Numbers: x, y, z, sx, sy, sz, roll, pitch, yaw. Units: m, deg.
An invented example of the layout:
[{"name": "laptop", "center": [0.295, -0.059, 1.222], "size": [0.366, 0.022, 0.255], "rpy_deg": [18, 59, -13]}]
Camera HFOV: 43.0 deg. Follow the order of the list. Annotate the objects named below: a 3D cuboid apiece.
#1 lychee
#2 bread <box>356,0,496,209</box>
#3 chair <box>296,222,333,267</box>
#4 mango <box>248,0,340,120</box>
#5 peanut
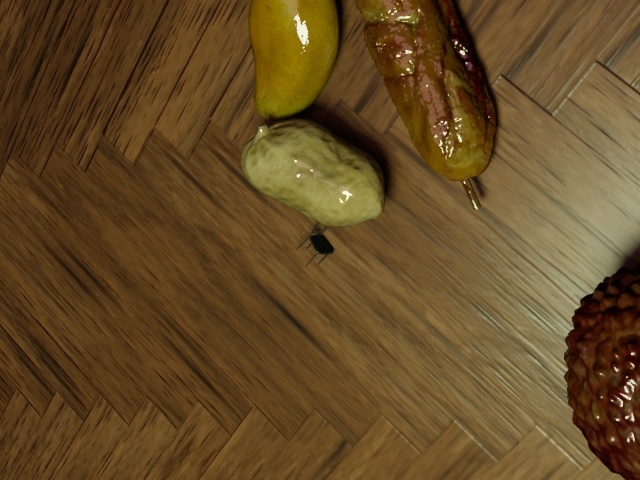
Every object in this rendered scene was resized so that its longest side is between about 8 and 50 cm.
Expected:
[{"name": "lychee", "center": [0.400, 0.158, 0.868], "size": [0.264, 0.264, 0.300], "rpy_deg": [-40, 59, 31]}, {"name": "bread", "center": [0.141, -0.201, 1.044], "size": [0.124, 0.084, 0.344], "rpy_deg": [-21, 90, 32]}, {"name": "chair", "center": [0.001, 0.001, 1.197], "size": [0.042, 0.037, 0.086], "rpy_deg": [53, 126, 24]}, {"name": "mango", "center": [-0.041, -0.272, 1.128], "size": [0.136, 0.099, 0.227], "rpy_deg": [21, 119, 20]}, {"name": "peanut", "center": [-0.006, -0.097, 1.128], "size": [0.224, 0.129, 0.129], "rpy_deg": [25, 113, 17]}]
